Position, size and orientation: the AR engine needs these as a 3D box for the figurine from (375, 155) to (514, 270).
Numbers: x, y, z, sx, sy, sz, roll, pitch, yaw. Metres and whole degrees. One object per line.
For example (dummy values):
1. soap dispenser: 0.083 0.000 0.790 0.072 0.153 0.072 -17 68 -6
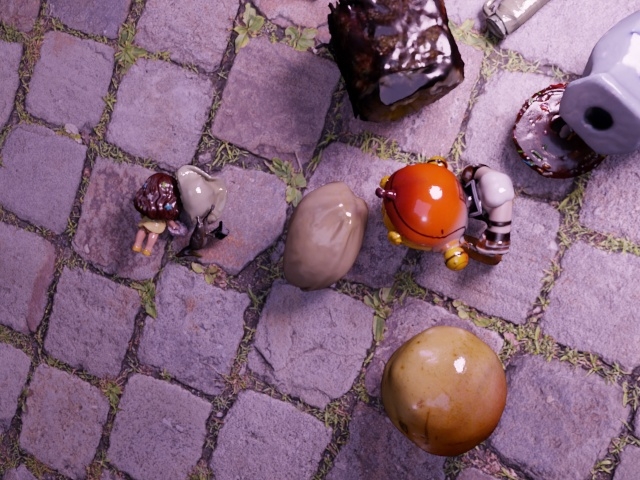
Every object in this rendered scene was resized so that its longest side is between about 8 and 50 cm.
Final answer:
1. figurine: 0.288 -0.086 1.142 0.322 0.196 0.320 -6 62 0

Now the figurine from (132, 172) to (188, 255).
1. figurine: -0.478 -0.078 1.371 0.174 0.116 0.240 18 97 11

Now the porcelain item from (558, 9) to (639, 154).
1. porcelain item: 0.711 -0.371 1.014 0.405 0.178 0.242 -40 84 -16

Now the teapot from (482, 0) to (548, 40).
1. teapot: 0.495 -0.600 1.155 0.200 0.077 0.107 -41 81 11

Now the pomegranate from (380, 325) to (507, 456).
1. pomegranate: 0.305 0.351 1.148 0.319 0.319 0.319 1 93 12

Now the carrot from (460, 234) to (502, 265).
1. carrot: 0.355 0.001 1.230 0.247 0.059 0.059 24 98 13

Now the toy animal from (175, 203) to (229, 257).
1. toy animal: -0.345 -0.009 1.358 0.202 0.070 0.105 -39 113 19

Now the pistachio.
1. pistachio: 0.000 0.000 1.238 0.226 0.207 0.332 50 124 49

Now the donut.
1. donut: 0.585 -0.265 1.148 0.235 0.089 0.235 1 94 12

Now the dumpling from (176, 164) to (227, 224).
1. dumpling: -0.334 -0.136 1.350 0.134 0.100 0.169 -17 93 -11

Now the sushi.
1. sushi: 0.170 -0.447 1.128 0.281 0.299 0.294 -23 90 -10
